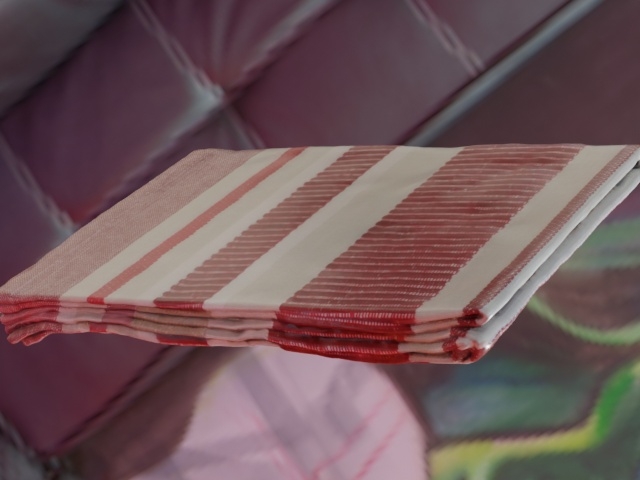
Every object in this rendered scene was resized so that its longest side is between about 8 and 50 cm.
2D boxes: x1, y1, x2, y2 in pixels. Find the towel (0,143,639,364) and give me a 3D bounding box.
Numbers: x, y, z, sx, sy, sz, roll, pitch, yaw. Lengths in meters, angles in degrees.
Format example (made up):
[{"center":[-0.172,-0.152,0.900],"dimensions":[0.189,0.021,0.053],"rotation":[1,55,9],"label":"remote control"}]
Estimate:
[{"center":[0.000,0.000,1.020],"dimensions":[0.329,0.037,0.237],"rotation":[1,-154,33],"label":"towel"}]
